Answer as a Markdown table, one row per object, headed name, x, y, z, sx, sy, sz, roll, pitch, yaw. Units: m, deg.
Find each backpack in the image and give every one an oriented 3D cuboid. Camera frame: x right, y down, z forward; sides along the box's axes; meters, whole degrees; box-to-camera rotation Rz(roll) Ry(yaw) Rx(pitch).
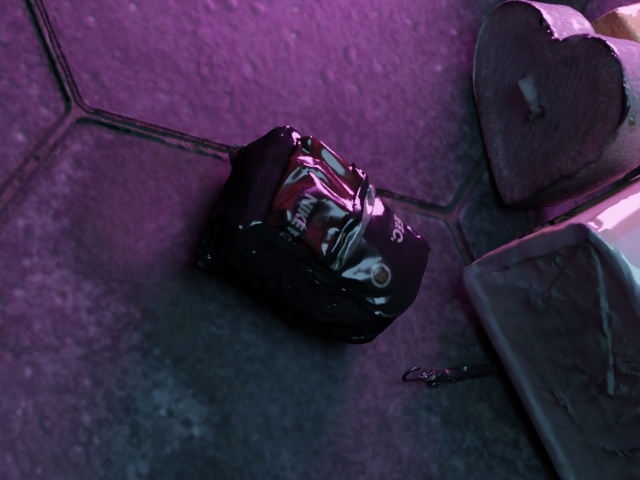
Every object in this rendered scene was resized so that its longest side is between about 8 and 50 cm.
| name | x | y | z | sx | sy | sz | roll | pitch | yaw |
| --- | --- | --- | --- | --- | --- | --- | --- | --- | --- |
| backpack | 0.002 | -0.002 | 1.171 | 0.165 | 0.106 | 0.120 | 29 | 56 | -18 |

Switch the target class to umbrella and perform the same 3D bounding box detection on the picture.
| name | x | y | z | sx | sy | sz | roll | pitch | yaw |
| --- | --- | --- | --- | --- | --- | --- | --- | --- | --- |
| umbrella | 0.106 | 0.105 | 1.258 | 0.122 | 0.022 | 0.013 | 2 | 46 | -43 |

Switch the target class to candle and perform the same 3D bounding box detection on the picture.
| name | x | y | z | sx | sy | sz | roll | pitch | yaw |
| --- | --- | --- | --- | --- | --- | --- | --- | --- | --- |
| candle | 0.195 | -0.104 | 1.315 | 0.068 | 0.192 | 0.168 | -1 | 118 | -34 |

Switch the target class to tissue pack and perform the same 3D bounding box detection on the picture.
| name | x | y | z | sx | sy | sz | roll | pitch | yaw |
| --- | --- | --- | --- | --- | --- | --- | --- | --- | --- |
| tissue pack | 0.365 | 0.076 | 1.317 | 0.405 | 0.205 | 0.331 | -26 | 89 | -37 |

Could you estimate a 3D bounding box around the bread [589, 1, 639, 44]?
| name | x | y | z | sx | sy | sz | roll | pitch | yaw |
| --- | --- | --- | --- | --- | --- | --- | --- | --- | --- |
| bread | 0.337 | -0.163 | 1.468 | 0.188 | 0.068 | 0.125 | -19 | 84 | -37 |
